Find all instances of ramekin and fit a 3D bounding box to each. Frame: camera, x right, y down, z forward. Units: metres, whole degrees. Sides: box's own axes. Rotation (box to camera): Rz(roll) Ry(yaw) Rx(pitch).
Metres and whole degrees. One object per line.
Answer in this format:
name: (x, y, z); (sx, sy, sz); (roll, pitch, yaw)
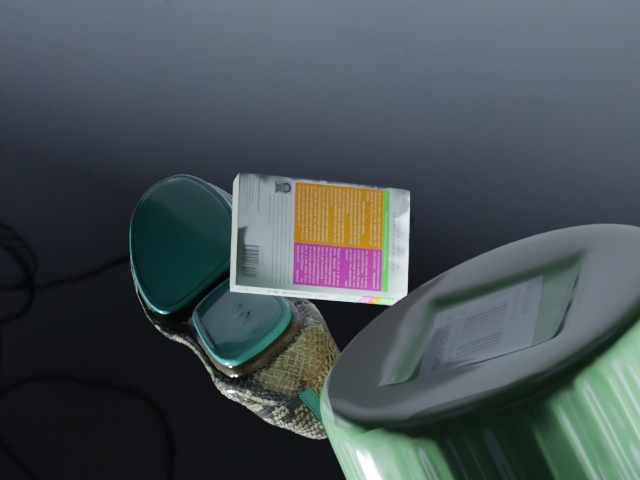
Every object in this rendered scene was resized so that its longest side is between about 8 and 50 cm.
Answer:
ramekin: (0.147, 0.114, 1.023); (0.303, 0.303, 0.148); (-21, 107, 24)

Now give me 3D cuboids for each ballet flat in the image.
ballet flat: (-0.089, 0.085, 1.612); (0.164, 0.483, 0.182); (-39, 120, -4)

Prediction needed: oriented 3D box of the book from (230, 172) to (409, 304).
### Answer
book: (0.000, 0.000, 1.187); (0.144, 0.096, 0.035); (7, 161, -15)
